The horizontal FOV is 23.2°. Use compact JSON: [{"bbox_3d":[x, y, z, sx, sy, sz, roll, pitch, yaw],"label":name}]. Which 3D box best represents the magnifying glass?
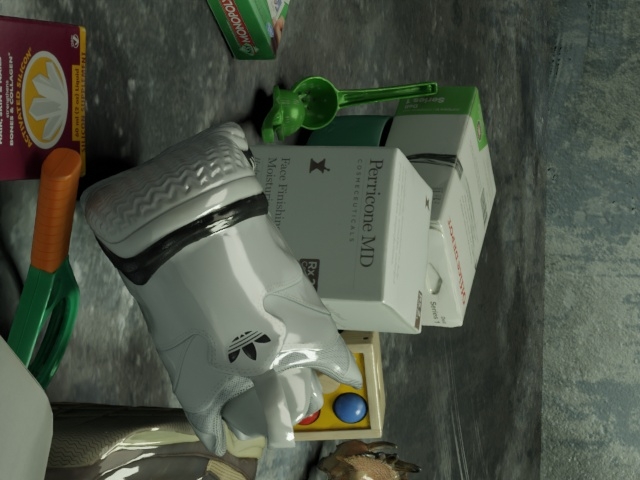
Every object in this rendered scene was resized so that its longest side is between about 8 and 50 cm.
[{"bbox_3d":[-0.184,0.028,1.056,0.231,0.026,0.092,105,9,-45],"label":"magnifying glass"}]

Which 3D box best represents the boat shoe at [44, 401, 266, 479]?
[{"bbox_3d":[-0.127,0.195,1.214,0.355,0.132,0.130,21,72,-70],"label":"boat shoe"}]

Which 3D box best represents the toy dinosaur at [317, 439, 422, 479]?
[{"bbox_3d":[0.071,0.341,1.693,0.200,0.296,0.127,-29,158,-25],"label":"toy dinosaur"}]

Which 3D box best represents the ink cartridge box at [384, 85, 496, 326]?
[{"bbox_3d":[0.120,-0.037,1.689,0.219,0.092,0.160,-70,154,-43],"label":"ink cartridge box"}]

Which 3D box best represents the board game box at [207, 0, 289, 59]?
[{"bbox_3d":[-0.083,-0.347,1.439,0.317,0.046,0.214,65,31,-54],"label":"board game box"}]

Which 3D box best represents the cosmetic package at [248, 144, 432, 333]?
[{"bbox_3d":[0.000,0.000,1.498,0.151,0.183,0.151,39,54,-68],"label":"cosmetic package"}]

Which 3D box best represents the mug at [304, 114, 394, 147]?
[{"bbox_3d":[0.036,-0.066,1.742,0.158,0.097,0.129,70,27,-50],"label":"mug"}]

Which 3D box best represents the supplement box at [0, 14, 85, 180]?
[{"bbox_3d":[-0.223,-0.088,0.976,0.188,0.080,0.104,-12,103,-71],"label":"supplement box"}]

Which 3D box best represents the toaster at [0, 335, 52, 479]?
[{"bbox_3d":[-0.247,0.095,0.790,0.186,0.168,0.110,67,28,-54],"label":"toaster"}]

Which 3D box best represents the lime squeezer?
[{"bbox_3d":[-0.006,-0.129,1.603,0.310,0.110,0.059,-21,127,-54],"label":"lime squeezer"}]

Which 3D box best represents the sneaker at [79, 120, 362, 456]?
[{"bbox_3d":[-0.077,0.034,1.147,0.366,0.137,0.210,-133,-162,-83],"label":"sneaker"}]

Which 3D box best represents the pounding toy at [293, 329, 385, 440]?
[{"bbox_3d":[-0.005,0.135,1.611,0.100,0.130,0.141,-77,162,-66],"label":"pounding toy"}]
